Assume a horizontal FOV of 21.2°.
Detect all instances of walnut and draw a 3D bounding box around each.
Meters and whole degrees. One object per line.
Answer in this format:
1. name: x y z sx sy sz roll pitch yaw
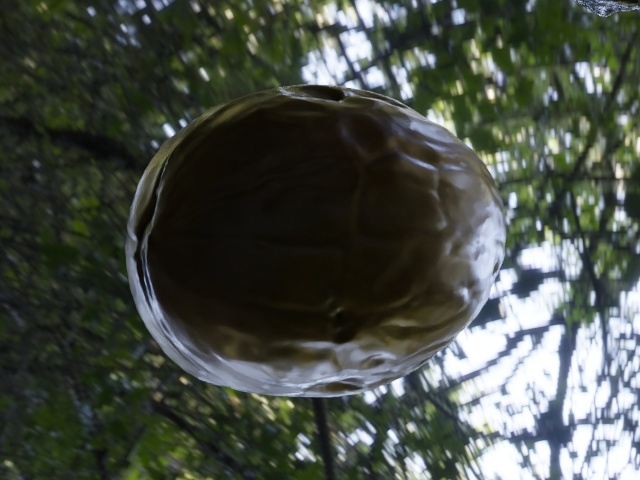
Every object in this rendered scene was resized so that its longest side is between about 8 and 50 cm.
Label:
1. walnut: 0.000 0.000 0.879 0.207 0.167 0.167 -2 -110 -31

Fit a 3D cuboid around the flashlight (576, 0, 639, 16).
1. flashlight: 0.101 -0.184 0.791 0.093 0.093 0.232 -30 -144 0
